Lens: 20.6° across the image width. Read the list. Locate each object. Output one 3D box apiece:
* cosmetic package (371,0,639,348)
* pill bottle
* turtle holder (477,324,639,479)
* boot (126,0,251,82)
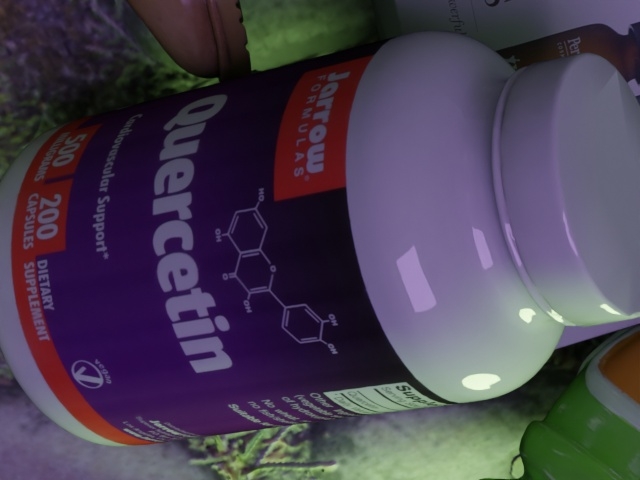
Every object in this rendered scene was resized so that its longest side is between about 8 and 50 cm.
[{"bbox_3d":[0.176,-0.138,0.970,0.284,0.097,0.377,-18,119,-4],"label":"cosmetic package"},{"bbox_3d":[0.000,0.000,0.888,0.323,0.181,0.181,-12,125,32],"label":"pill bottle"},{"bbox_3d":[0.276,0.171,1.072,0.320,0.243,0.227,43,86,-17],"label":"turtle holder"},{"bbox_3d":[-0.192,-0.151,0.901,0.269,0.089,0.236,-20,110,0],"label":"boot"}]
